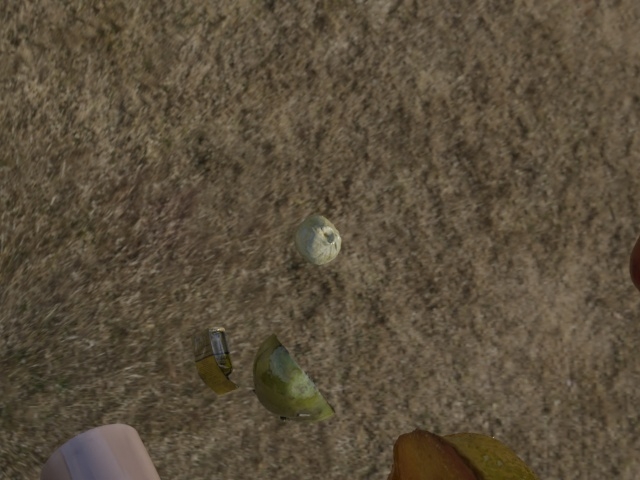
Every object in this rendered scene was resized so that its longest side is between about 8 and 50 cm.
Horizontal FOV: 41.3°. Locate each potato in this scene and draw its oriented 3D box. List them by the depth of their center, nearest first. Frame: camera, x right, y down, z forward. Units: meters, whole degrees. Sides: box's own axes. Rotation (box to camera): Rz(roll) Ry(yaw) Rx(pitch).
[{"bbox_3d":[-0.069,0.297,1.696,0.111,0.272,0.160,-36,59,-7],"label":"potato"}]

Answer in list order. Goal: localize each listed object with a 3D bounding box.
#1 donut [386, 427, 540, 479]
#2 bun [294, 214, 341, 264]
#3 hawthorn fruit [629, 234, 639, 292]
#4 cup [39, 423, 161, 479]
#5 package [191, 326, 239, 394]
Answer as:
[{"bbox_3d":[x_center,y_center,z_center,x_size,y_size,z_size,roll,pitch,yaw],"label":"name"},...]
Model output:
[{"bbox_3d":[0.144,0.308,0.838,0.118,0.253,0.254,-9,84,-30],"label":"donut"},{"bbox_3d":[0.000,0.000,1.451,0.086,0.054,0.086,2,86,-30],"label":"bun"},{"bbox_3d":[0.449,0.023,0.992,0.148,0.172,0.148,3,69,-9],"label":"hawthorn fruit"},{"bbox_3d":[-0.402,0.477,1.515,0.252,0.192,0.200,-15,49,-31],"label":"cup"},{"bbox_3d":[-0.213,0.243,1.701,0.047,0.071,0.131,-2,75,-47],"label":"package"}]
